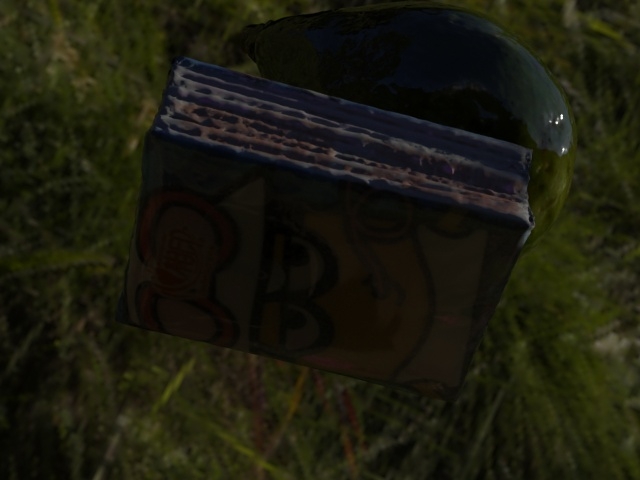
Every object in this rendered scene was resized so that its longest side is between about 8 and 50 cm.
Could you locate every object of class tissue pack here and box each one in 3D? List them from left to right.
[{"bbox_3d":[0.000,0.000,0.595,0.155,0.065,0.115,13,-47,-4],"label":"tissue pack"}]

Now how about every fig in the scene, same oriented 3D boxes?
[{"bbox_3d":[0.042,-0.071,0.927,0.245,0.195,0.195,33,-4,5],"label":"fig"}]
